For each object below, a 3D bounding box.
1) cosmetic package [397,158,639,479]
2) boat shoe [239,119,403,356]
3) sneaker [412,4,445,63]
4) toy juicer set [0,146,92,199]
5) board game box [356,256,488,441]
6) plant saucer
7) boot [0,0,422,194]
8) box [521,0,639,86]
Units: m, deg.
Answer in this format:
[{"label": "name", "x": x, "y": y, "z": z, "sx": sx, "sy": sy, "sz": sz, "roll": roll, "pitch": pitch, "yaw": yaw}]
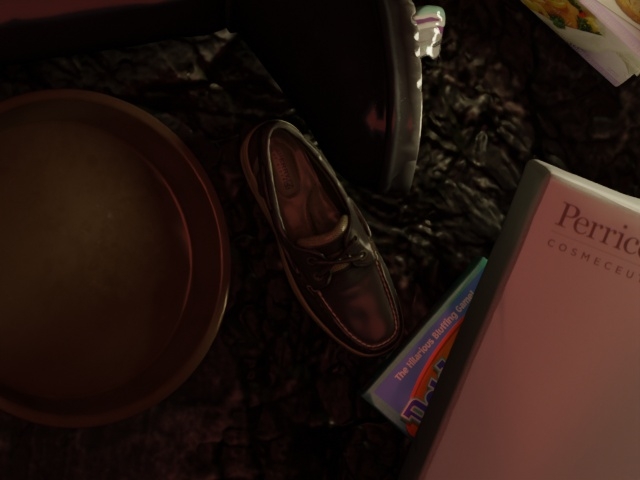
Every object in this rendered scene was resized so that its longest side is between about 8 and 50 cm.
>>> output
[{"label": "cosmetic package", "x": 0.190, "y": 0.187, "z": 1.471, "sx": 0.230, "sy": 0.161, "sz": 0.453, "roll": 21, "pitch": 97, "yaw": 0}, {"label": "boat shoe", "x": 0.001, "y": -0.001, "z": 1.560, "sx": 0.080, "sy": 0.073, "sz": 0.223, "roll": -28, "pitch": 90, "yaw": -5}, {"label": "sneaker", "x": 0.058, "y": -0.168, "z": 1.588, "sx": 0.098, "sy": 0.038, "sz": 0.069, "roll": 2, "pitch": 87, "yaw": -5}, {"label": "toy juicer set", "x": -0.336, "y": 0.044, "z": 1.519, "sx": 0.329, "sy": 0.089, "sz": 0.209, "roll": -8, "pitch": 89, "yaw": -6}, {"label": "board game box", "x": 0.161, "y": 0.141, "z": 1.584, "sx": 0.210, "sy": 0.047, "sz": 0.160, "roll": 41, "pitch": 86, "yaw": -2}, {"label": "plant saucer", "x": -0.206, "y": 0.015, "z": 1.516, "sx": 0.278, "sy": 0.041, "sz": 0.278, "roll": 3, "pitch": 83, "yaw": -26}, {"label": "boot", "x": -0.162, "y": -0.172, "z": 1.454, "sx": 0.445, "sy": 0.146, "sz": 0.367, "roll": -3, "pitch": 48, "yaw": -9}, {"label": "box", "x": 0.165, "y": -0.266, "z": 1.582, "sx": 0.324, "sy": 0.063, "sz": 0.067, "roll": 43, "pitch": 65, "yaw": -3}]
